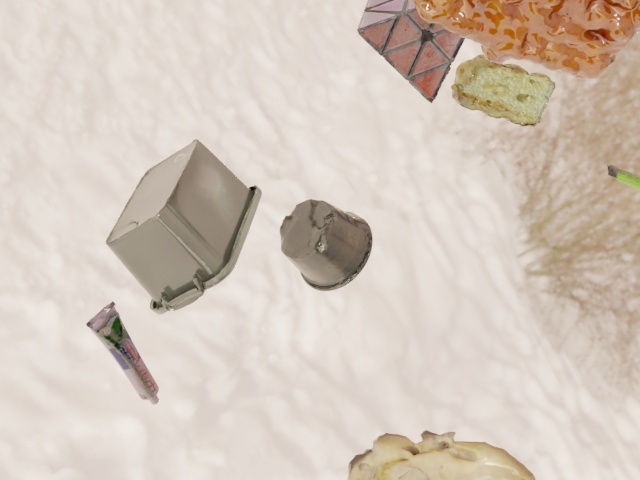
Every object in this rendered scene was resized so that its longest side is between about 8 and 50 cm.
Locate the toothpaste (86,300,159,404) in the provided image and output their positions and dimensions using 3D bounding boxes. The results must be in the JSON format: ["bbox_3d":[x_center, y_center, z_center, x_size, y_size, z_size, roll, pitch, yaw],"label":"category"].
[{"bbox_3d":[-0.244,0.150,1.260,0.028,0.045,0.170,25,-33,45],"label":"toothpaste"}]

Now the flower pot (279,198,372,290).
[{"bbox_3d":[0.000,0.000,1.748,0.107,0.157,0.157,36,33,-47],"label":"flower pot"}]

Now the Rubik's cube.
[{"bbox_3d":[0.148,-0.360,1.481,0.211,0.190,0.178,38,19,-51],"label":"Rubik's cube"}]

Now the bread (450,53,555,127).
[{"bbox_3d":[0.383,-0.322,2.084,0.232,0.128,0.088,11,42,-22],"label":"bread"}]

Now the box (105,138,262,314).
[{"bbox_3d":[-0.202,-0.028,1.445,0.135,0.163,0.243,48,33,-25],"label":"box"}]

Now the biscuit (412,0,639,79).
[{"bbox_3d":[0.290,-0.340,1.181,0.318,0.312,0.111,20,51,-15],"label":"biscuit"}]

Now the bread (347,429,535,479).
[{"bbox_3d":[0.197,0.427,1.059,0.361,0.250,0.394,-125,-167,-58],"label":"bread"}]

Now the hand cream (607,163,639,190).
[{"bbox_3d":[0.552,-0.100,1.712,0.122,0.023,0.036,24,37,-3],"label":"hand cream"}]
